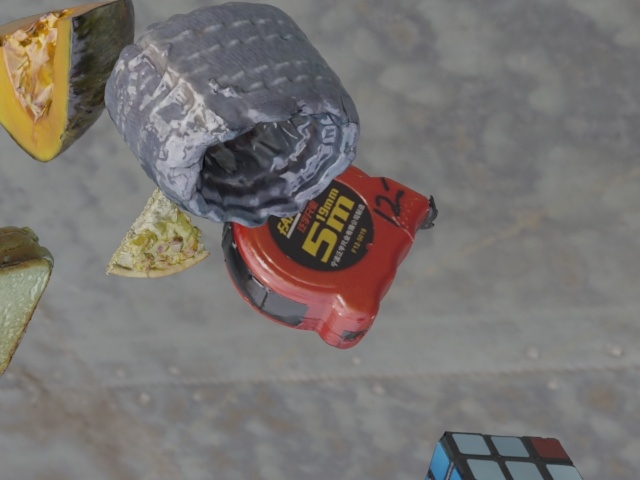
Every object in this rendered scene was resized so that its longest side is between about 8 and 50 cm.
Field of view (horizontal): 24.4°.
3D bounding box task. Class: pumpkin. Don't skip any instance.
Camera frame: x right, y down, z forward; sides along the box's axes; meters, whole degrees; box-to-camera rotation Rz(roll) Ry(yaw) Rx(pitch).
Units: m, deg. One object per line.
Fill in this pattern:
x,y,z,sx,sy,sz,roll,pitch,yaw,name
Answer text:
-0.288,-0.194,1.769,0.312,0.148,0.169,5,114,59,pumpkin

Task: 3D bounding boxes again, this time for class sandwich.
-0.535,0.106,2.076,0.099,0.301,0.271,41,117,25,sandwich

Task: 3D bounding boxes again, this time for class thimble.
-0.084,-0.125,1.488,0.205,0.172,0.236,-48,148,17,thimble

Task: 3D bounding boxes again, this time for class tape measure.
0.000,0.001,1.971,0.260,0.253,0.114,27,147,1,tape measure

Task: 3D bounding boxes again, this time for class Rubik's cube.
0.212,0.333,1.717,0.163,0.162,0.160,6,118,-18,Rubik's cube

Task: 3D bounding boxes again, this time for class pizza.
-0.181,-0.007,1.649,0.026,0.123,0.108,41,136,55,pizza
